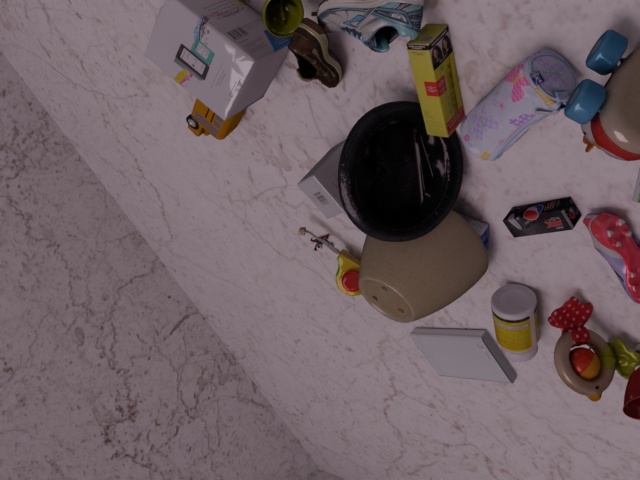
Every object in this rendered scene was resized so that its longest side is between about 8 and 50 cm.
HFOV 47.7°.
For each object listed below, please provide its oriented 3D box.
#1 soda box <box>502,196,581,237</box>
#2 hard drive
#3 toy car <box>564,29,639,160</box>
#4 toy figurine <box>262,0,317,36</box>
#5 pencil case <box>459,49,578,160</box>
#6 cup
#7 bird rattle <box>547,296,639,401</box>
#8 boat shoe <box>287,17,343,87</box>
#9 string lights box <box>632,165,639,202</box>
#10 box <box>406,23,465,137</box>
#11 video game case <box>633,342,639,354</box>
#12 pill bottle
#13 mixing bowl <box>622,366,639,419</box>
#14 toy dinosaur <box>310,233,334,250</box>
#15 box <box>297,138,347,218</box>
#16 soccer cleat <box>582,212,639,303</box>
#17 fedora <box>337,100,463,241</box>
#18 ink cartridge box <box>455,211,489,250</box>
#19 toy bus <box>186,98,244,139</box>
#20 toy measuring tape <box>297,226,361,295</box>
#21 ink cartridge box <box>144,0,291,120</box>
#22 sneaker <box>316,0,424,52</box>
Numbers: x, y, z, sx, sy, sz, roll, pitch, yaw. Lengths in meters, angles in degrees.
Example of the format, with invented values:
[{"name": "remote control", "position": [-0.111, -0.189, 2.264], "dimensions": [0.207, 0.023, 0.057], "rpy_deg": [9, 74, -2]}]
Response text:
[{"name": "soda box", "position": [0.509, -0.052, 1.672], "dimensions": [0.060, 0.053, 0.169], "rpy_deg": [52, 149, -18]}, {"name": "hard drive", "position": [0.450, 0.364, 2.309], "dimensions": [0.308, 0.040, 0.203], "rpy_deg": [-7, 125, 54]}, {"name": "toy car", "position": [0.534, -0.213, 1.304], "dimensions": [0.219, 0.210, 0.238], "rpy_deg": [28, 162, 1]}, {"name": "toy figurine", "position": [-0.085, -0.647, 1.551], "dimensions": [0.362, 0.191, 0.217], "rpy_deg": [81, 166, -61]}, {"name": "pencil case", "position": [0.394, -0.265, 1.461], "dimensions": [0.124, 0.114, 0.273], "rpy_deg": [63, 152, 8]}, {"name": "cup", "position": [0.233, 0.074, 1.886], "dimensions": [0.331, 0.237, 0.331], "rpy_deg": [31, 154, 17]}, {"name": "bird rattle", "position": [0.657, 0.274, 1.784], "dimensions": [0.253, 0.207, 0.143], "rpy_deg": [43, 150, -10]}, {"name": "boat shoe", "position": [-0.021, -0.414, 1.691], "dimensions": [0.095, 0.095, 0.257], "rpy_deg": [34, 175, 23]}, {"name": "string lights box", "position": [0.724, -0.102, 1.326], "dimensions": [0.260, 0.076, 0.133], "rpy_deg": [23, 144, 30]}, {"name": "box", "position": [0.251, -0.341, 1.560], "dimensions": [0.058, 0.087, 0.232], "rpy_deg": [17, 141, 36]}, {"name": "video game case", "position": [0.921, 0.344, 1.738], "dimensions": [0.285, 0.025, 0.204], "rpy_deg": [48, 150, -10]}, {"name": "pill bottle", "position": [0.528, 0.227, 1.951], "dimensions": [0.119, 0.119, 0.208], "rpy_deg": [18, 142, 36]}, {"name": "mixing bowl", "position": [0.807, 0.353, 1.727], "dimensions": [0.182, 0.098, 0.181], "rpy_deg": [2, 144, 1]}, {"name": "toy dinosaur", "position": [0.000, 0.000, 2.360], "dimensions": [0.090, 0.047, 0.082], "rpy_deg": [44, 132, 21]}, {"name": "box", "position": [0.047, -0.166, 1.946], "dimensions": [0.130, 0.170, 0.091], "rpy_deg": [49, 149, -12]}, {"name": "soccer cleat", "position": [0.663, 0.036, 1.598], "dimensions": [0.248, 0.083, 0.095], "rpy_deg": [52, 174, -23]}, {"name": "fedora", "position": [0.179, -0.171, 1.742], "dimensions": [0.334, 0.334, 0.152], "rpy_deg": [52, -177, -18]}, {"name": "ink cartridge box", "position": [0.339, -0.033, 1.902], "dimensions": [0.207, 0.046, 0.097], "rpy_deg": [25, 149, 28]}, {"name": "toy bus", "position": [-0.286, -0.402, 2.093], "dimensions": [0.130, 0.108, 0.332], "rpy_deg": [40, 150, -1]}, {"name": "toy measuring tape", "position": [0.052, 0.086, 2.304], "dimensions": [0.330, 0.121, 0.121], "rpy_deg": [32, 150, 0]}, {"name": "ink cartridge box", "position": [-0.254, -0.481, 1.806], "dimensions": [0.270, 0.198, 0.197], "rpy_deg": [40, 130, 4]}, {"name": "sneaker", "position": [0.095, -0.455, 1.521], "dimensions": [0.283, 0.110, 0.122], "rpy_deg": [4, 98, 48]}]
